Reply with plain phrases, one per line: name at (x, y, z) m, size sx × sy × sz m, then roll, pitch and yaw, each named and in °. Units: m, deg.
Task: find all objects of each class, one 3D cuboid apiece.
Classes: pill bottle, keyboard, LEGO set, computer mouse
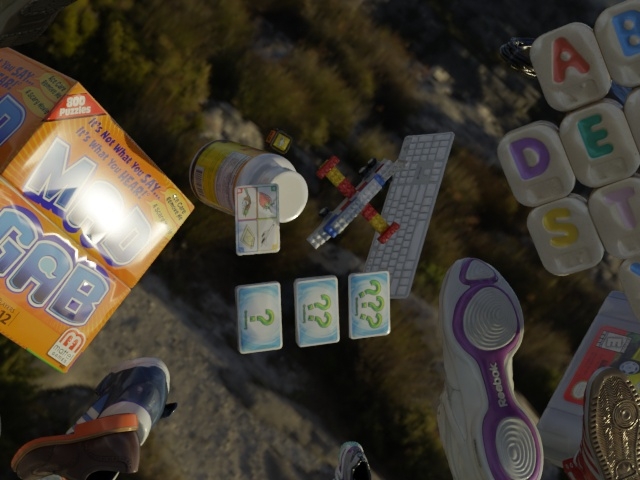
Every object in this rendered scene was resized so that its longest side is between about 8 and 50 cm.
pill bottle at (-0.115, -0.092, 1.705) m, size 0.117 × 0.117 × 0.215 m, roll 18°, pitch 2°, yaw -39°
keyboard at (0.109, -0.035, 1.323) m, size 0.014 × 0.072 × 0.256 m, roll 47°, pitch 50°, yaw -39°
LEGO set at (0.000, 0.000, 1.129) m, size 0.182 × 0.244 × 0.060 m, roll -5°, pitch 13°, yaw -18°
computer mouse at (0.250, -0.137, 1.001) m, size 0.242 × 0.041 × 0.071 m, roll 16°, pitch 39°, yaw -36°

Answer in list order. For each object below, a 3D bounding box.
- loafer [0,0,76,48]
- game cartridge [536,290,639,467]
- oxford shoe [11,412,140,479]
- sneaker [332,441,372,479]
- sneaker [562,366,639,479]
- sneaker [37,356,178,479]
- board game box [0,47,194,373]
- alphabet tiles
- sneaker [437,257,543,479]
loafer at (-0.352, -0.317, 1.275) m, size 0.102 × 0.268 × 0.092 m, roll -27°, pitch 93°, yaw -44°
game cartridge at (0.437, 0.200, 1.443) m, size 0.294 × 0.196 × 0.060 m, roll -54°, pitch 140°, yaw -28°
oxford shoe at (-0.381, 0.343, 1.615) m, size 0.097 × 0.271 × 0.098 m, roll 4°, pitch 67°, yaw -50°
sneaker at (0.040, 0.305, 1.298) m, size 0.038 × 0.098 × 0.069 m, roll -2°, pitch 18°, yaw -18°
sneaker at (0.192, 0.136, 0.722) m, size 0.067 × 0.042 × 0.118 m, roll -146°, pitch -138°, yaw -73°
sneaker at (-0.409, 0.354, 2.023) m, size 0.130 × 0.323 × 0.236 m, roll 41°, pitch 25°, yaw -14°
board game box at (-0.507, -0.070, 1.714) m, size 0.356 × 0.356 × 0.356 m, roll 27°, pitch -14°, yaw 36°
alphabet tiles at (0.301, -0.068, 0.879) m, size 0.278 × 0.284 × 0.021 m, roll 66°, pitch 25°, yaw -11°
sneaker at (0.182, 0.173, 1.305) m, size 0.114 × 0.152 × 0.305 m, roll 5°, pitch 67°, yaw -22°
